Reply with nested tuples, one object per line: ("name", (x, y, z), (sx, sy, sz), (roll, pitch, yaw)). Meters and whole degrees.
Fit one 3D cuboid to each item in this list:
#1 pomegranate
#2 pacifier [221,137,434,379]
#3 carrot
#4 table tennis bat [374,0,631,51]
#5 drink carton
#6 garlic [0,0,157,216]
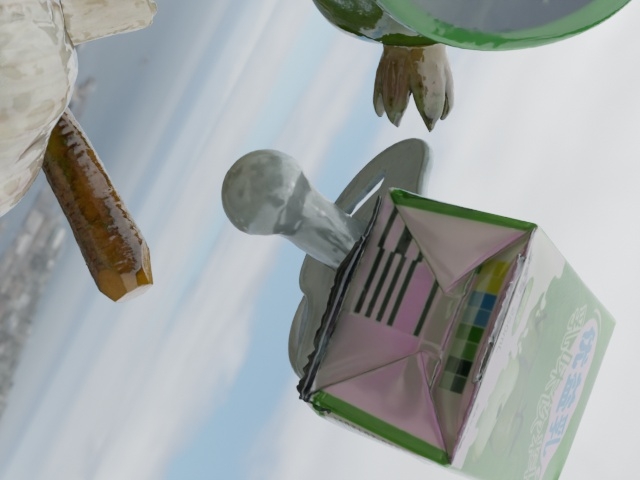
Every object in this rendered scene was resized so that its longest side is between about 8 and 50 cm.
("pomegranate", (0.069, -0.195, 0.979), (0.187, 0.187, 0.225), (-80, 169, -66))
("pacifier", (0.000, 0.000, 1.230), (0.238, 0.226, 0.287), (-42, -157, 30))
("carrot", (-0.156, -0.040, 0.839), (0.042, 0.170, 0.042), (-30, 175, -3))
("table tennis bat", (0.126, -0.148, 0.549), (0.039, 0.257, 0.160), (-121, -140, -51))
("drink carton", (0.103, 0.075, 0.884), (0.161, 0.108, 0.271), (-68, 153, -8))
("garlic", (-0.177, -0.106, 0.747), (0.226, 0.199, 0.199), (-15, 147, -46))
